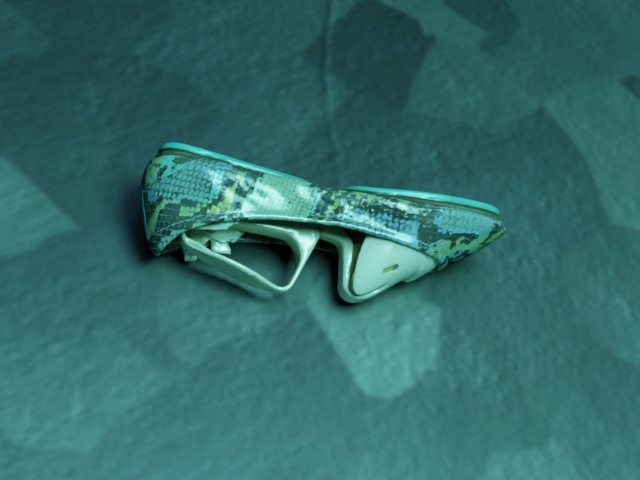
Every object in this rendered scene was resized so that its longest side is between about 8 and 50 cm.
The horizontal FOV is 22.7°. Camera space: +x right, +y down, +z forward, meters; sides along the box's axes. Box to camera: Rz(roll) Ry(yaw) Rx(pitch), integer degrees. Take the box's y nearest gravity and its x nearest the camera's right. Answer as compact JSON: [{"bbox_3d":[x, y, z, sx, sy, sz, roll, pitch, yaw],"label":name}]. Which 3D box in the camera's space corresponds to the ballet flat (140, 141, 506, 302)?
[{"bbox_3d":[0.000,0.000,0.811,0.188,0.070,0.070,10,50,-6],"label":"ballet flat"}]
